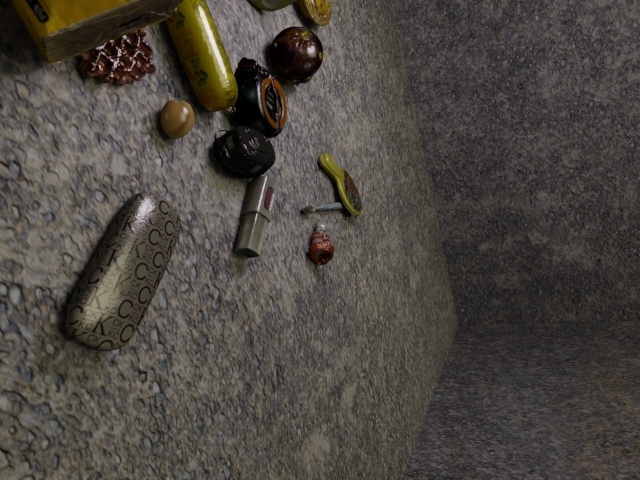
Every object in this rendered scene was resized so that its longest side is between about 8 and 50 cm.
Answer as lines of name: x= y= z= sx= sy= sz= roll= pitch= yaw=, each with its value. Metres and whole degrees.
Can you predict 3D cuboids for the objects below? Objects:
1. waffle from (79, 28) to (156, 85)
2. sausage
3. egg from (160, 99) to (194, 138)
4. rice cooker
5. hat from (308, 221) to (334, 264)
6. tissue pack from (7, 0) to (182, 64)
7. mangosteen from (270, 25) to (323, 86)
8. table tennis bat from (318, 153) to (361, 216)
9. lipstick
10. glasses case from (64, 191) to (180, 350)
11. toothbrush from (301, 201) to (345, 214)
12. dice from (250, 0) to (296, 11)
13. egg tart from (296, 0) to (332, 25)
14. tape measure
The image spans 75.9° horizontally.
waffle: x=-0.475 y=-0.464 z=0.906 sx=0.221 sy=0.056 sz=0.234 roll=-46 pitch=125 yaw=-53
sausage: x=-0.321 y=-0.510 z=1.108 sx=0.123 sy=0.123 sz=0.347 roll=-46 pitch=121 yaw=-54
egg: x=-0.360 y=-0.303 z=1.034 sx=0.080 sy=0.080 sz=0.096 roll=17 pitch=66 yaw=-57
rice cooker: x=-0.221 y=-0.260 z=1.211 sx=0.203 sy=0.118 sz=0.142 roll=-3 pitch=70 yaw=-58
hat: x=0.000 y=0.000 z=1.589 sx=0.112 sy=0.094 sz=0.162 roll=57 pitch=19 yaw=-51
tissue pack: x=-0.449 y=-0.553 z=0.694 sx=0.293 sy=0.228 sz=0.381 roll=-36 pitch=111 yaw=-20
mangosteen: x=-0.088 y=-0.669 z=1.519 sx=0.217 sy=0.192 sz=0.192 roll=111 pitch=-16 yaw=-69
table tennis bat: x=0.100 y=-0.255 z=1.825 sx=0.368 sy=0.054 sz=0.224 roll=46 pitch=34 yaw=-44
lipstick: x=-0.198 y=-0.073 z=1.256 sx=0.079 sy=0.078 sz=0.252 roll=43 pitch=48 yaw=-46
glasses case: x=-0.402 y=0.055 z=0.867 sx=0.137 sy=0.085 sz=0.354 roll=50 pitch=43 yaw=-44
toothbrush: x=0.034 y=-0.138 z=1.709 sx=0.413 sy=0.042 sz=0.035 roll=-16 pitch=96 yaw=-62
dice: x=-0.162 y=-0.957 z=1.384 sx=0.227 sy=0.233 sz=0.238 roll=28 pitch=58 yaw=-53
egg tart: x=-0.044 y=-1.053 z=1.741 sx=0.291 sy=0.107 sz=0.290 roll=18 pitch=70 yaw=-62
tape measure: x=-0.195 y=-0.431 z=1.301 sx=0.202 sy=0.135 sz=0.222 roll=18 pitch=70 yaw=-68
